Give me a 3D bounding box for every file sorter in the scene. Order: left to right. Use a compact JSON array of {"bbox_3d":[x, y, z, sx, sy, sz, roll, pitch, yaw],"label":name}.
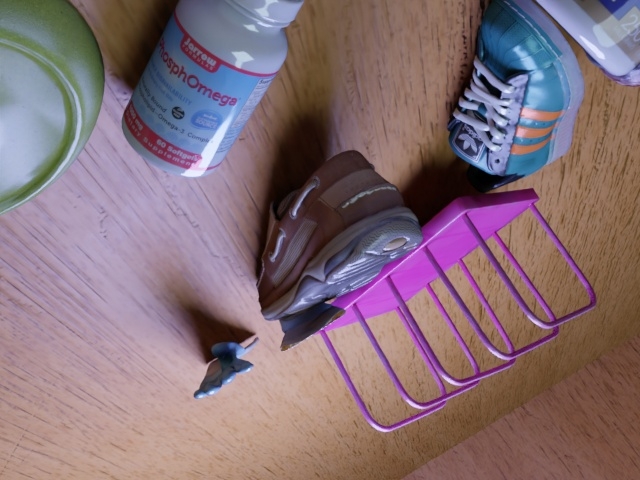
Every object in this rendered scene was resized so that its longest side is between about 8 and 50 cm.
[{"bbox_3d":[0.172,0.094,1.015,0.202,0.182,0.291,-9,153,-50],"label":"file sorter"}]

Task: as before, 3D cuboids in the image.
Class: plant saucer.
[{"bbox_3d":[-0.260,-0.080,0.539,0.241,0.037,0.241,-24,150,-15],"label":"plant saucer"}]

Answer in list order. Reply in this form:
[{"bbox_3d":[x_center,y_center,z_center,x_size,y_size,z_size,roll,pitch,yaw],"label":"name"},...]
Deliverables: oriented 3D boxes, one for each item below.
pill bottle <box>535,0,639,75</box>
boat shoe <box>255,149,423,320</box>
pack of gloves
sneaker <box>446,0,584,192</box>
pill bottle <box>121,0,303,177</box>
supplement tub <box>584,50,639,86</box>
[{"bbox_3d":[0.299,-0.282,0.656,0.264,0.153,0.153,-46,149,22],"label":"pill bottle"},{"bbox_3d":[0.000,0.000,0.836,0.123,0.116,0.324,-20,170,-28],"label":"boat shoe"},{"bbox_3d":[-0.072,0.110,0.953,0.195,0.046,0.232,-33,-177,-3],"label":"pack of gloves"},{"bbox_3d":[0.195,-0.134,0.827,0.121,0.108,0.302,-37,153,0],"label":"sneaker"},{"bbox_3d":[-0.080,-0.130,0.585,0.087,0.087,0.160,-1,138,-44],"label":"pill bottle"},{"bbox_3d":[0.377,-0.222,0.874,0.198,0.106,0.106,-6,142,-39],"label":"supplement tub"}]
